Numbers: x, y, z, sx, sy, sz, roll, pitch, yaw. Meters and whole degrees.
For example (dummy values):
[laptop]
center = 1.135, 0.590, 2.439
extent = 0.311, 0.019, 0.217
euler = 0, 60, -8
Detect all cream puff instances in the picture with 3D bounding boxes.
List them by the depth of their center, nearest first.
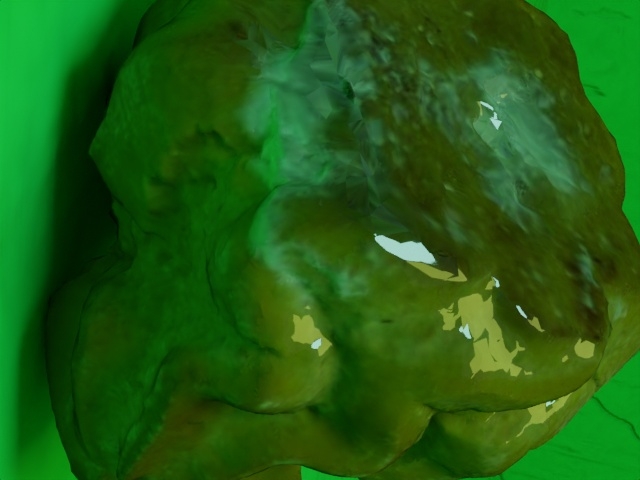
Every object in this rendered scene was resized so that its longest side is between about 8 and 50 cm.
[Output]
[cream puff]
center = 0.000, 0.000, 0.415
extent = 0.116, 0.146, 0.146
euler = -37, -166, 32
